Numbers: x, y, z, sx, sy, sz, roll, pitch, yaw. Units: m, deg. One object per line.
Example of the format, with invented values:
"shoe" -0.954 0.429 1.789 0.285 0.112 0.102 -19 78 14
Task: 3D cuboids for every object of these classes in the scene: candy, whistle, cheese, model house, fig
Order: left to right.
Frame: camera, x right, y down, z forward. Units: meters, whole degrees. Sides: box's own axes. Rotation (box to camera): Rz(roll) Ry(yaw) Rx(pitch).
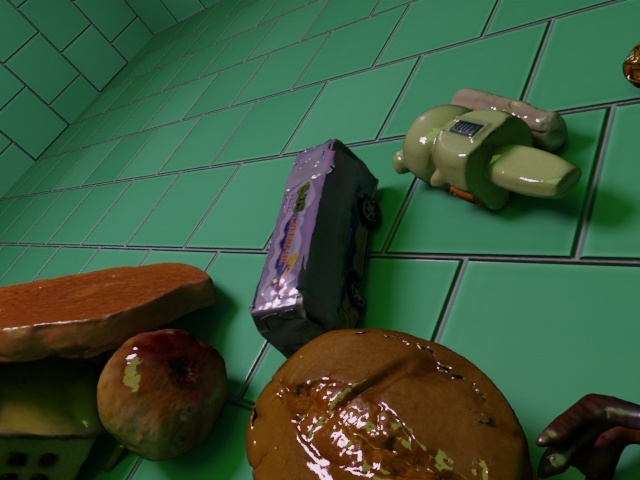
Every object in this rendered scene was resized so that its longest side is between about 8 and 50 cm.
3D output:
"model house" -0.437 0.313 0.759 0.193 0.175 0.234 39 113 52
"fig" -0.231 0.236 0.681 0.257 0.159 0.159 -50 30 25
"whistle" 0.201 -0.108 0.654 0.131 0.106 0.288 -42 35 -5
"cheese" 0.254 -0.170 0.709 0.043 0.065 0.194 -37 34 -7
"candy" 0.461 -0.209 0.586 0.201 0.060 0.060 10 59 38

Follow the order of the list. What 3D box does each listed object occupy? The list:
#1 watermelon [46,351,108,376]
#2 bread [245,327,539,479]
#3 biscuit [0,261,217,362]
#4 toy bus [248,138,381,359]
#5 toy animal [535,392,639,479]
"watermelon" -0.497 0.199 0.899 0.306 0.180 0.223 -9 57 -2
"bread" 0.051 0.179 0.443 0.195 0.142 0.270 -48 30 -18
"biscuit" -0.392 0.107 0.807 0.456 0.078 0.349 -7 14 -3
"toy bus" 0.000 0.000 0.696 0.113 0.138 0.316 -16 44 28
"toy animal" 0.254 0.158 0.314 0.298 0.122 0.185 -53 32 -6
